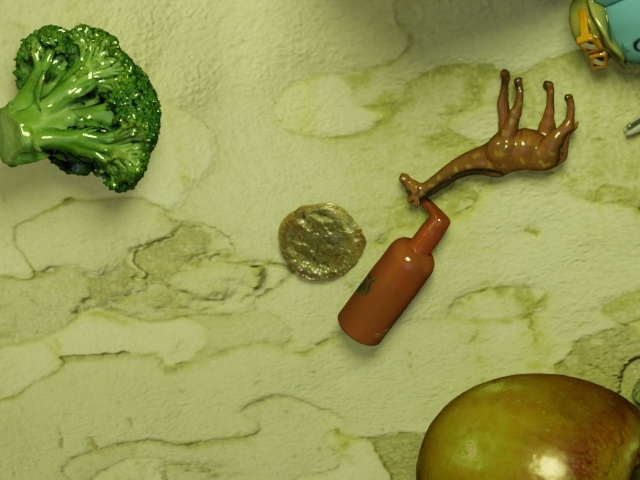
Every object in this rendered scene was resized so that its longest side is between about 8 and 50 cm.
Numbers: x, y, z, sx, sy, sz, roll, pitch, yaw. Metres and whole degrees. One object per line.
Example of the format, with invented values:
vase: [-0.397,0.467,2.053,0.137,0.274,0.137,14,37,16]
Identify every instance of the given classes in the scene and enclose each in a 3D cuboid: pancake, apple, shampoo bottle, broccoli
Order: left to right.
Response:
broccoli: [-0.355,-0.183,1.777,0.269,0.241,0.261,58,136,13]
pancake: [0.000,0.000,1.902,0.139,0.022,0.139,4,117,9]
shampoo bottle: [0.119,0.052,1.874,0.085,0.085,0.244,31,114,-5]
apple: [0.336,0.380,1.879,0.374,0.374,0.384,-28,146,21]

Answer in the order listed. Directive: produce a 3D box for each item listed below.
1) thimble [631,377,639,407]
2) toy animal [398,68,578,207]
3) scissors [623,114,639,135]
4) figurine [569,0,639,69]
thimble: [0.537,0.228,1.876,0.110,0.084,0.062,-38,103,26]
toy animal: [0.242,-0.134,1.769,0.224,0.066,0.229,17,113,6]
scissors: [0.506,-0.195,1.715,0.176,0.022,0.085,-29,114,18]
figurine: [0.448,-0.305,1.579,0.262,0.180,0.154,-15,95,38]
